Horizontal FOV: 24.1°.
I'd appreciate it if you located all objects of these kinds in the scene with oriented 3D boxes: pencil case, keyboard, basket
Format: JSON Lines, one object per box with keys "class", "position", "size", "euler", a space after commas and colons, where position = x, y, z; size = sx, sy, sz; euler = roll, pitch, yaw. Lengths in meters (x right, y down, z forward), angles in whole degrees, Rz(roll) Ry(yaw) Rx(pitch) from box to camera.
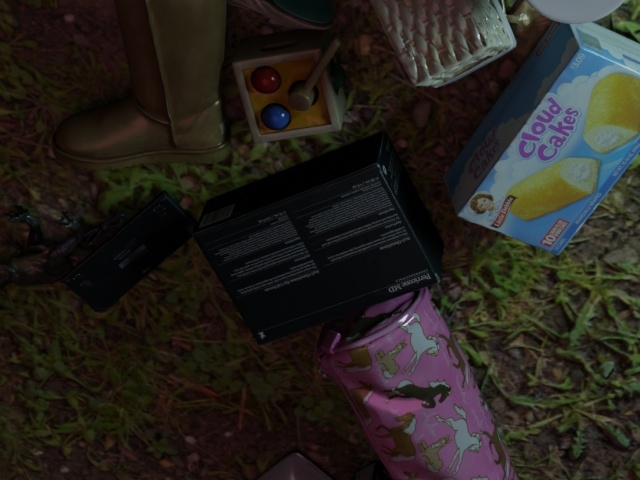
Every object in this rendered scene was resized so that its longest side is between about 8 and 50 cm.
{"class": "pencil case", "position": [0.134, 0.236, 1.990], "size": [0.167, 0.160, 0.386], "euler": [-12, 120, 30]}
{"class": "keyboard", "position": [-0.257, 0.006, 1.945], "size": [0.180, 0.023, 0.108], "euler": [-41, 125, 4]}
{"class": "basket", "position": [0.129, -0.263, 1.680], "size": [0.113, 0.103, 0.167], "euler": [-26, 91, 23]}

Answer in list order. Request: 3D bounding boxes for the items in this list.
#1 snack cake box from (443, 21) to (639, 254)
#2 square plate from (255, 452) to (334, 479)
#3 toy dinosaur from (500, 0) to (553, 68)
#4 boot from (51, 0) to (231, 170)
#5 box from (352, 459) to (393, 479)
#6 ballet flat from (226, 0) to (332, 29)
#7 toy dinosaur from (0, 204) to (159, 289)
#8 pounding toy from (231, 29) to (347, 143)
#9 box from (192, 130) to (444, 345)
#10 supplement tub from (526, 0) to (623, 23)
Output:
{"class": "snack cake box", "position": [0.282, -0.123, 1.766], "size": [0.152, 0.089, 0.264], "euler": [19, 124, -22]}
{"class": "square plate", "position": [-0.029, 0.513, 2.250], "size": [0.344, 0.049, 0.347], "euler": [41, 119, -16]}
{"class": "toy dinosaur", "position": [0.230, -0.231, 1.748], "size": [0.093, 0.053, 0.183], "euler": [-2, 121, 8]}
{"class": "boot", "position": [-0.221, -0.217, 1.783], "size": [0.236, 0.089, 0.269], "euler": [-4, 132, 0]}
{"class": "box", "position": [0.124, 0.441, 2.108], "size": [0.051, 0.175, 0.220], "euler": [-33, 112, 25]}
{"class": "ballet flat", "position": [-0.064, -0.286, 1.766], "size": [0.168, 0.057, 0.052], "euler": [27, 145, -3]}
{"class": "toy dinosaur", "position": [-0.355, 0.014, 1.988], "size": [0.268, 0.064, 0.118], "euler": [-5, 124, 6]}
{"class": "pounding toy", "position": [-0.025, -0.190, 1.782], "size": [0.141, 0.100, 0.130], "euler": [-8, 120, 13]}
{"class": "box", "position": [0.000, 0.000, 1.896], "size": [0.261, 0.103, 0.184], "euler": [-20, 114, 19]}
{"class": "supplement tub", "position": [0.271, -0.325, 1.595], "size": [0.144, 0.199, 0.144], "euler": [4, 122, 6]}
